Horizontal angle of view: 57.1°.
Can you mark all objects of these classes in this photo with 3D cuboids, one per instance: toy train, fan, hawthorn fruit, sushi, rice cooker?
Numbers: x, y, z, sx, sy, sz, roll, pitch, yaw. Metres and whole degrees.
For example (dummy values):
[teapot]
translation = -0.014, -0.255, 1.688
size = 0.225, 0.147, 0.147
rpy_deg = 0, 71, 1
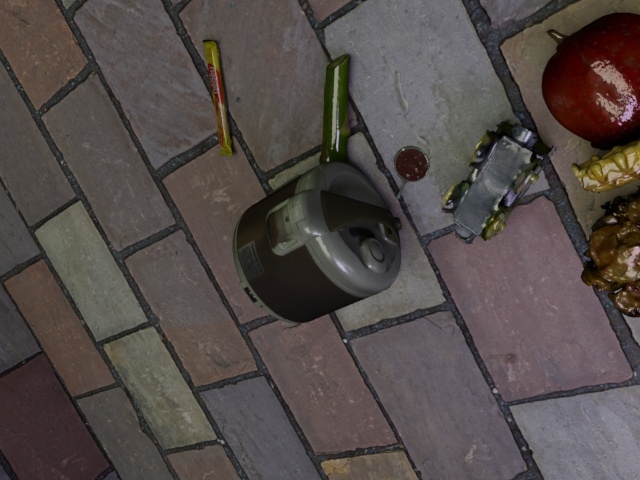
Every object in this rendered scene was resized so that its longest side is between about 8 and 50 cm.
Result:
[toy train]
translation = 0.347, -0.119, 1.172
size = 0.134, 0.177, 0.260
rpy_deg = 34, 122, 12
[fan]
translation = 0.199, -0.152, 1.344
size = 0.085, 0.005, 0.133
rpy_deg = 26, 120, 16
[hawthorn fruit]
translation = 0.493, -0.287, 1.014
size = 0.250, 0.215, 0.215
rpy_deg = 44, 125, 11
[sushi]
translation = 0.592, 0.020, 1.081
size = 0.200, 0.204, 0.213
rpy_deg = 27, 116, 22
[rice cooker]
translation = 0.000, 0.000, 1.331
size = 0.325, 0.335, 0.335
rpy_deg = -27, 96, 36

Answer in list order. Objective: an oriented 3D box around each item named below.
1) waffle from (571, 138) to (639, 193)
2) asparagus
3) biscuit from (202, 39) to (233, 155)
[waffle]
translation = 0.565, -0.147, 1.014
size = 0.219, 0.229, 0.057
rpy_deg = -24, 79, 32
[asparagus]
translation = 0.034, -0.284, 1.346
size = 0.067, 0.060, 0.277
rpy_deg = 16, 117, 34
[biscuit]
translation = -0.258, -0.359, 1.497
size = 0.048, 0.026, 0.291
rpy_deg = 15, 119, 45
